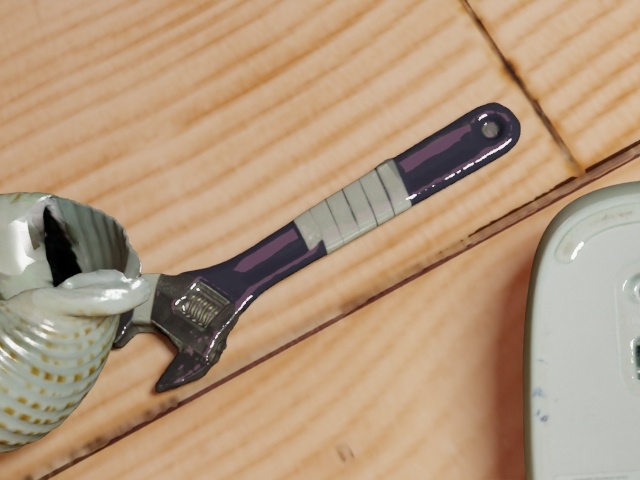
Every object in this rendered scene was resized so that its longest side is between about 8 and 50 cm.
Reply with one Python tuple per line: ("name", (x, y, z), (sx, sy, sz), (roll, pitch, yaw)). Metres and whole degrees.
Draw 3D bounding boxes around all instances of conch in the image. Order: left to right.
("conch", (-0.205, 0.065, 1.163), (0.199, 0.131, 0.172), (-2, 33, 0))

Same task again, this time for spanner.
("spanner", (0.000, 0.000, 1.200), (0.315, 0.024, 0.087), (-30, 60, -2))

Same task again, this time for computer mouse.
("computer mouse", (0.199, 0.101, 1.043), (0.159, 0.097, 0.289), (-5, 72, 12))
